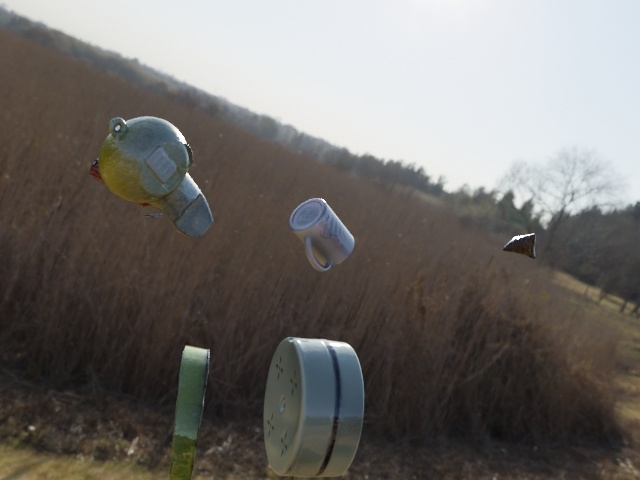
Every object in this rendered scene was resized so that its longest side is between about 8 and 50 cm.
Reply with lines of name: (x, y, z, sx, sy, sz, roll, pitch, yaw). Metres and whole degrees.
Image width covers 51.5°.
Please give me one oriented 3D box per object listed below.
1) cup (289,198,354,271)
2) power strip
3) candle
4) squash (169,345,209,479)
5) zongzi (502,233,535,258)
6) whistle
cup: (0.008, -0.007, 1.471, 0.133, 0.099, 0.136, 51, 9, -37)
power strip: (-0.025, 0.424, 1.657, 0.162, 0.357, 0.357, 8, 11, -19)
candle: (-0.358, -0.094, 1.239, 0.162, 0.053, 0.048, 32, 44, -3)
squash: (-0.206, 0.273, 1.013, 0.041, 0.219, 0.219, 9, 9, -10)
zongzi: (0.522, 0.006, 1.737, 0.083, 0.067, 0.073, 0, 25, 24)
whistle: (-0.222, -0.085, 0.908, 0.123, 0.123, 0.223, 28, -20, 39)
